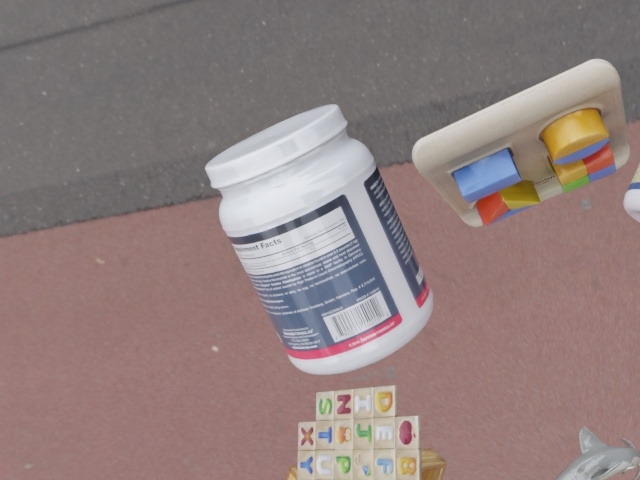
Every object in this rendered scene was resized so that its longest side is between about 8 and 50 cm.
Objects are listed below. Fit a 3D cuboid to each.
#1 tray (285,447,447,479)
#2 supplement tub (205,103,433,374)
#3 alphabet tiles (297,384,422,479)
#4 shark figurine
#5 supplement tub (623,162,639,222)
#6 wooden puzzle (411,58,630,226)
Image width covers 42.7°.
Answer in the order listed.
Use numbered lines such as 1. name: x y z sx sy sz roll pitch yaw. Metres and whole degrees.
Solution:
1. tray: 0.091 0.594 1.860 0.076 0.410 0.203 33 113 50
2. supplement tub: 0.000 0.000 0.954 0.191 0.191 0.272 -22 105 12
3. alphabet tiles: 0.064 0.424 1.546 0.342 0.011 0.285 -17 66 48
4. shark figurine: 0.557 0.415 1.601 0.116 0.278 0.166 61 142 31
5. supplement tub: 0.757 -0.163 1.591 0.228 0.228 0.316 25 90 26
6. wooden puzzle: 0.349 -0.125 1.342 0.322 0.348 0.081 -23 65 16
